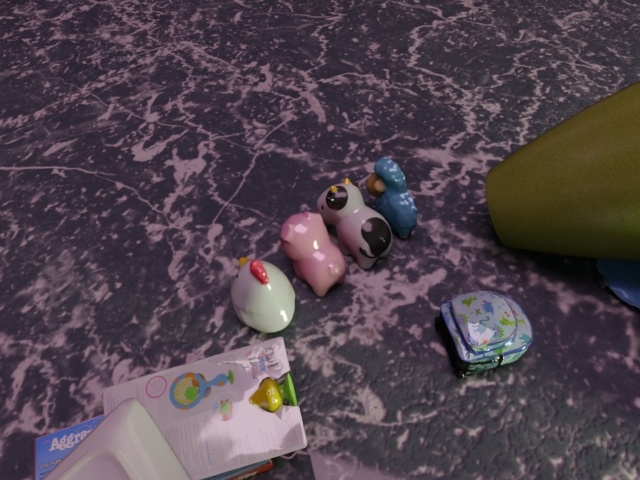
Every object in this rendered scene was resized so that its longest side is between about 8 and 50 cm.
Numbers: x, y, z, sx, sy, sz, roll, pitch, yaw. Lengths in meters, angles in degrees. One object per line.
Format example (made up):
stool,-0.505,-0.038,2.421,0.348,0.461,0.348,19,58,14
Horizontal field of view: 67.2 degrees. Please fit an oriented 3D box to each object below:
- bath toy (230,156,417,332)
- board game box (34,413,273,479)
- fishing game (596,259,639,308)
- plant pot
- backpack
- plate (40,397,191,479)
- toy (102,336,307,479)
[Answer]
bath toy,0.000,0.000,0.773,0.348,0.129,0.151,-36,56,-23
board game box,-0.216,0.273,0.618,0.281,0.027,0.145,-18,52,-11
fishing game,0.531,0.046,0.754,0.189,0.041,0.264,-8,54,7
plant pot,0.416,-0.083,0.719,0.293,0.275,0.275,-14,39,38
backpack,0.233,0.124,0.676,0.114,0.084,0.105,-9,51,-7
plate,-0.241,0.352,0.489,0.277,0.045,0.278,-42,62,-12
toy,-0.142,0.221,0.596,0.237,0.056,0.137,-18,61,2
